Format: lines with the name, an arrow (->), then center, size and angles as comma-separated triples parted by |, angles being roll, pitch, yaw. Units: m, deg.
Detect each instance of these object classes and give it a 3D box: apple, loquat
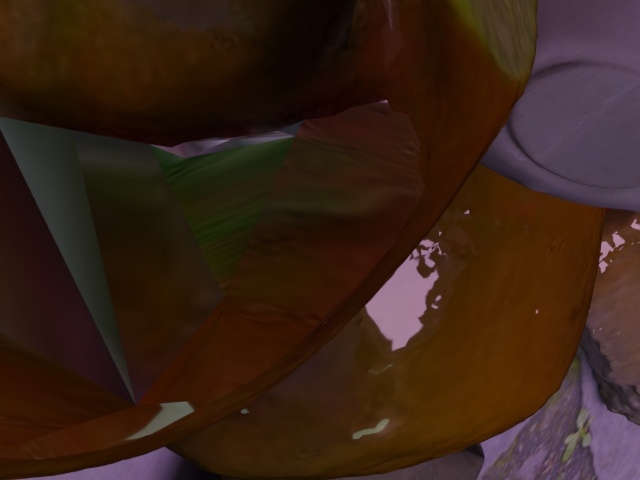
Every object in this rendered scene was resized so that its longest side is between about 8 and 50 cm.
apple -> -0.098, -0.126, 0.462 | 0.374, 0.374, 0.384 | -7, 129, -52
loquat -> 0.000, 0.000, 0.813 | 0.284, 0.276, 0.276 | -37, 147, -58

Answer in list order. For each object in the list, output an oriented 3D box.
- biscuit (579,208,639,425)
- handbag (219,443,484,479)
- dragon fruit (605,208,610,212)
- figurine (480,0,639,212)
biscuit -> 0.402, 0.009, 1.445 | 0.446, 0.104, 0.429 | -32, 145, -4
handbag -> 0.009, 0.223, 1.157 | 0.316, 0.109, 0.253 | 28, 79, -60
dragon fruit -> 0.188, -0.050, 1.207 | 0.147, 0.096, 0.102 | -61, 152, 9
figurine -> 0.163, -0.168, 0.731 | 0.274, 0.226, 0.394 | 60, 37, -40
